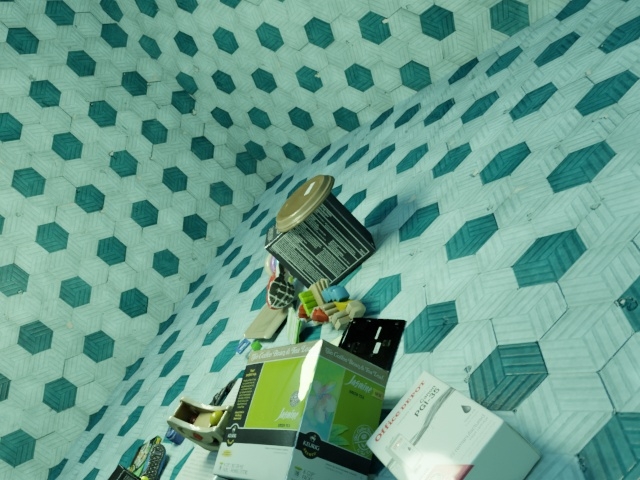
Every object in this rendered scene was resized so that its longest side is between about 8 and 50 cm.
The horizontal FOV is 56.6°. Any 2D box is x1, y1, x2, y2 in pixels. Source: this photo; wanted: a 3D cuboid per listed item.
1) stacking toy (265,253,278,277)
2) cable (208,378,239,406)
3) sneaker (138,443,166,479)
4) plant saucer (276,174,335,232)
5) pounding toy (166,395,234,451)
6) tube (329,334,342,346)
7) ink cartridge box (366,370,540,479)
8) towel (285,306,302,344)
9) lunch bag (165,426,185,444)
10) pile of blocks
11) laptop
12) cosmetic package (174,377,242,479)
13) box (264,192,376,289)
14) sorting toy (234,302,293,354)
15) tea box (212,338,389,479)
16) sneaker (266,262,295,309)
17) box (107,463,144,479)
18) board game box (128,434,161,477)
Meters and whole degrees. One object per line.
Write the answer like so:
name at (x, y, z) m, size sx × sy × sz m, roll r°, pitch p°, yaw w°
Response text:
stacking toy at (-0.093, 0.086, 2.529) m, size 0.330 × 0.141 × 0.141 m, roll -16°, pitch 34°, yaw 49°
cable at (-0.339, 0.572, 2.166) m, size 0.184 × 0.047 × 0.150 m, roll -42°, pitch 13°, yaw 19°
sneaker at (-0.617, 0.850, 2.165) m, size 0.082 × 0.069 × 0.209 m, roll 104°, pitch -177°, yaw -52°
plant saucer at (-0.062, -0.141, 2.123) m, size 0.278 × 0.041 × 0.278 m, roll -39°, pitch 19°, yaw 16°
pounding toy at (-0.299, 0.462, 1.599) m, size 0.269 × 0.154 × 0.155 m, roll -22°, pitch 30°, yaw 48°
tube at (-0.007, 0.355, 1.761) m, size 0.240 × 0.062 × 0.070 m, roll -45°, pitch 55°, yaw 50°
ink cartridge box at (0.236, 0.397, 1.129) m, size 0.207 × 0.117 × 0.283 m, roll -49°, pitch 18°, yaw -8°
towel at (-0.094, 0.313, 2.126) m, size 0.152 × 0.023 × 0.113 m, roll -141°, pitch 57°, yaw -70°
lunch bag at (-0.539, 0.715, 2.252) m, size 0.067 × 0.065 × 0.098 m, roll -22°, pitch 30°, yaw 51°
pile of blocks at (0.003, 0.210, 1.944) m, size 0.113 × 0.149 × 0.362 m, roll -17°, pitch 4°, yaw -28°
laptop at (0.107, 0.349, 1.692) m, size 0.264 × 0.136 × 0.234 m, roll -2°, pitch 41°, yaw 29°
cosmetic package at (-0.237, 0.611, 1.650) m, size 0.230 × 0.161 × 0.453 m, roll -19°, pitch 31°, yaw 52°
box at (0.000, 0.000, 2.223) m, size 0.294 × 0.296 × 0.182 m, roll -40°, pitch 19°, yaw 15°
sorting toy at (-0.200, 0.326, 2.366) m, size 0.196 × 0.047 × 0.347 m, roll -10°, pitch 37°, yaw 55°
tea box at (-0.048, 0.433, 1.413) m, size 0.329 × 0.220 × 0.323 m, roll -21°, pitch 47°, yaw 51°
sneaker at (-0.169, 0.203, 2.391) m, size 0.118 × 0.107 × 0.279 m, roll -53°, pitch 12°, yaw 28°
box at (-0.663, 0.902, 1.938) m, size 0.261 × 0.184 × 0.103 m, roll -54°, pitch 17°, yaw -23°
board game box at (-0.713, 0.895, 2.317) m, size 0.136 × 0.030 × 0.259 m, roll -33°, pitch 22°, yaw 28°
